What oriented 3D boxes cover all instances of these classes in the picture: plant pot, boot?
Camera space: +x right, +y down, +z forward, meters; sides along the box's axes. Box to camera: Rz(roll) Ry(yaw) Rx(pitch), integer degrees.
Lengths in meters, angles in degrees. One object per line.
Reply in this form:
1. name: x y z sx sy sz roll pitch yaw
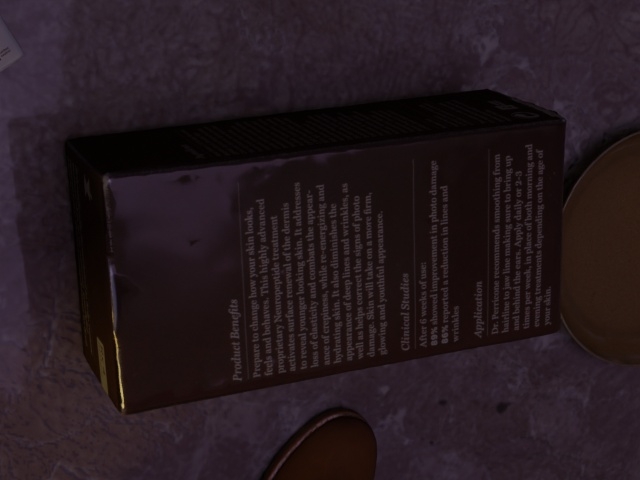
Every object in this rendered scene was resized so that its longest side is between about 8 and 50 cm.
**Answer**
1. plant pot: 0.312 0.005 1.402 0.236 0.032 0.236 -7 105 -26
2. boot: 0.017 0.275 1.199 0.109 0.220 0.283 43 68 -24

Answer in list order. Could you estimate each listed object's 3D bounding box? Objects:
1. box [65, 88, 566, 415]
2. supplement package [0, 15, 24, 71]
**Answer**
1. box: 0.000 0.000 1.166 0.381 0.143 0.191 -8 109 -22
2. supplement package: -0.306 -0.180 1.002 0.105 0.105 0.179 -36 115 -14
